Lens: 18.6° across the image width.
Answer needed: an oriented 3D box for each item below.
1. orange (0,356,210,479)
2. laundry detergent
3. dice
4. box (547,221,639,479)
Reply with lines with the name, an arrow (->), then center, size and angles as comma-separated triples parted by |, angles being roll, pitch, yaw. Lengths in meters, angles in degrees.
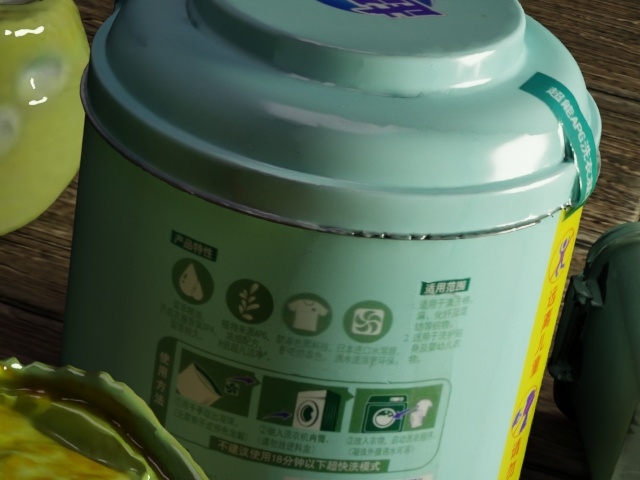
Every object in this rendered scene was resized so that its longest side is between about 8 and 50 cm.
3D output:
orange -> -0.181, 0.171, 0.851 | 0.334, 0.196, 0.262 | -13, 50, -28
laundry detergent -> 0.000, 0.000, 1.102 | 0.287, 0.305, 0.287 | 8, 28, -4
dice -> -0.269, -0.104, 1.356 | 0.169, 0.166, 0.169 | -17, 38, -39
box -> 0.267, 0.098, 1.176 | 0.243, 0.163, 0.135 | 7, 37, -6
